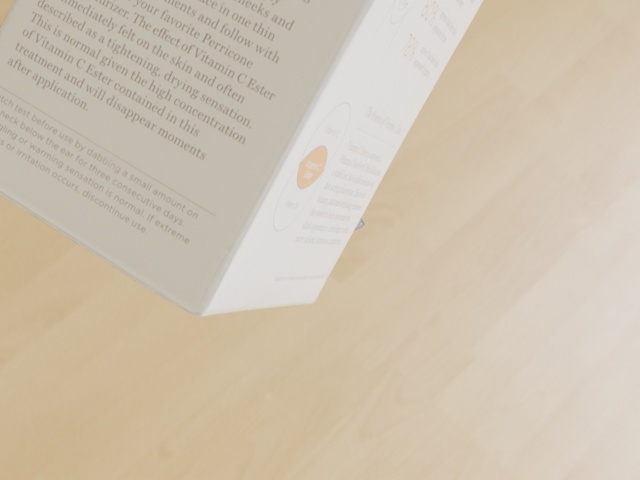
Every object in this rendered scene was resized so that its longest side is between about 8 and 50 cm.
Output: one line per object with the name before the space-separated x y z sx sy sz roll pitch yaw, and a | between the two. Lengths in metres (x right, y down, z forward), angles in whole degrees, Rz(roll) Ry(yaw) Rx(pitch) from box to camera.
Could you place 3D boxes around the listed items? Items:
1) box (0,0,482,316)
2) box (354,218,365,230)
box | -0.016 -0.149 0.657 0.168 0.215 0.345 31 96 13
box | 0.000 0.000 1.095 0.067 0.083 0.018 -32 88 19
